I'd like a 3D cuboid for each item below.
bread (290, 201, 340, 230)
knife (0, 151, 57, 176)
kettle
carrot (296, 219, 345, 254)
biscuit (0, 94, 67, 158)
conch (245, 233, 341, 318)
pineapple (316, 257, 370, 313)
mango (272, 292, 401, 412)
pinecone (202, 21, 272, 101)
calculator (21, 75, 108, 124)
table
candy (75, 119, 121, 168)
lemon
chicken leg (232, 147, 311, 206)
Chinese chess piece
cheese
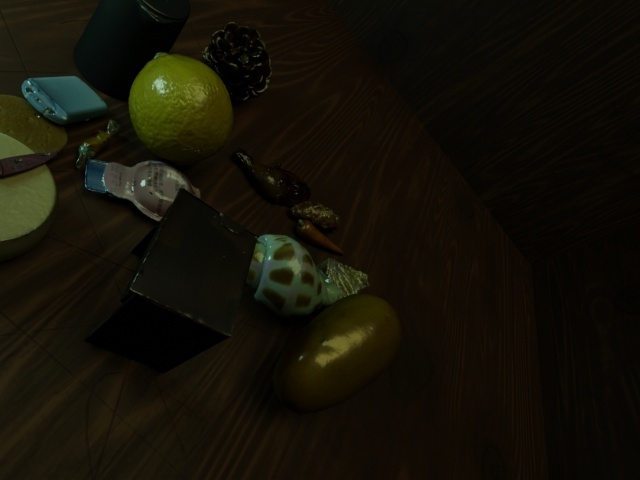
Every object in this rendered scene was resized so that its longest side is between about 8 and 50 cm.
[{"bbox_3d":[-0.004,-0.093,1.475,0.232,0.076,0.105,15,18,-38],"label":"bread"},{"bbox_3d":[-0.595,-0.129,0.747,0.035,0.018,0.247,53,38,-1],"label":"knife"},{"bbox_3d":[-0.486,-0.570,1.106,0.203,0.307,0.262,40,41,-23],"label":"kettle"},{"bbox_3d":[0.000,0.000,1.463,0.256,0.061,0.061,37,41,-39],"label":"carrot"},{"bbox_3d":[-0.653,-0.246,0.910,0.170,0.050,0.171,35,35,-29],"label":"biscuit"},{"bbox_3d":[-0.104,0.092,1.153,0.368,0.197,0.249,53,9,-25],"label":"conch"},{"bbox_3d":[0.055,0.150,1.363,0.236,0.114,0.186,-20,80,-49],"label":"pineapple"},{"bbox_3d":[0.048,0.300,1.100,0.232,0.300,0.445,45,34,19],"label":"mango"},{"bbox_3d":[-0.285,-0.609,1.405,0.243,0.309,0.245,3,78,-14],"label":"pinecone"},{"bbox_3d":[-0.609,-0.342,0.996,0.121,0.039,0.210,47,22,-13],"label":"calculator"},{"bbox_3d":[-0.306,0.093,0.849,0.196,0.282,0.251,33,44,-27],"label":"table"},{"bbox_3d":[-0.552,-0.242,1.016,0.046,0.053,0.182,35,41,-16],"label":"candy"},{"bbox_3d":[-0.369,-0.345,1.108,0.292,0.293,0.293,27,46,-33],"label":"lemon"},{"bbox_3d":[-0.155,-0.215,1.422,0.322,0.083,0.178,9,49,-46],"label":"chicken leg"},{"bbox_3d":[-0.641,-0.084,0.764,0.273,0.102,0.274,26,49,-34],"label":"Chinese chess piece"},{"bbox_3d":[-0.438,-0.135,1.047,0.285,0.074,0.189,9,58,-40],"label":"cheese"}]
